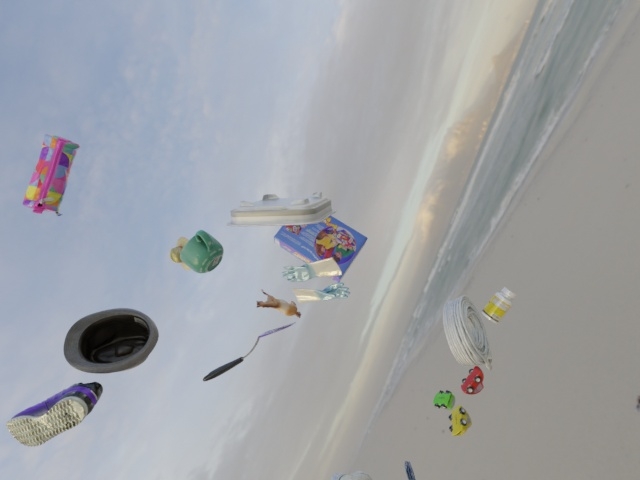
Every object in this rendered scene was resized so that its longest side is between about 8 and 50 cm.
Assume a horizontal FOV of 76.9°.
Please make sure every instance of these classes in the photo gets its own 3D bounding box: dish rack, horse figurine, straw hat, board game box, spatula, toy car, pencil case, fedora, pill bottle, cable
[{"bbox_3d":[-0.110,-0.102,1.248,0.333,0.286,0.072,-45,-46,-73],"label":"dish rack"},{"bbox_3d":[-0.188,0.308,1.909,0.066,0.264,0.174,-63,19,1],"label":"horse figurine"},{"bbox_3d":[-0.587,0.060,1.669,0.061,0.145,0.144,-13,-54,-48],"label":"straw hat"},{"bbox_3d":[0.000,0.000,1.802,0.233,0.347,0.078,-54,-10,-20],"label":"board game box"},{"bbox_3d":[-0.198,0.300,1.089,0.297,0.030,0.084,-36,-7,4],"label":"spatula"},{"bbox_3d":[0.468,0.553,1.384,0.239,0.053,0.225,-59,4,-25],"label":"toy car"},{"bbox_3d":[-0.795,-0.193,1.192,0.104,0.105,0.236,28,-105,-74],"label":"pencil case"},{"bbox_3d":[-0.685,0.353,1.348,0.276,0.243,0.124,-10,-43,-21],"label":"fedora"},{"bbox_3d":[0.599,0.215,1.346,0.116,0.065,0.065,-57,-13,13],"label":"pill bottle"},{"bbox_3d":[0.549,0.341,1.519,0.257,0.089,0.256,37,-136,-37],"label":"cable"}]

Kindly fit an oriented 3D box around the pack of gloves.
[{"bbox_3d":[-0.022,0.161,1.441,0.195,0.232,0.046,60,-148,-32],"label":"pack of gloves"}]

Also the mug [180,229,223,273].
[{"bbox_3d":[-0.394,0.046,1.355,0.129,0.097,0.157,-50,-11,-7],"label":"mug"}]

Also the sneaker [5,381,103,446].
[{"bbox_3d":[-0.760,0.494,1.180,0.146,0.294,0.102,-70,-44,-72],"label":"sneaker"}]

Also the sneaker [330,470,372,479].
[{"bbox_3d":[0.121,0.806,1.295,0.258,0.091,0.094,39,-114,-49],"label":"sneaker"}]

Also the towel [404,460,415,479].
[{"bbox_3d":[0.354,0.923,1.595,0.119,0.029,0.067,68,-173,-73],"label":"towel"}]
